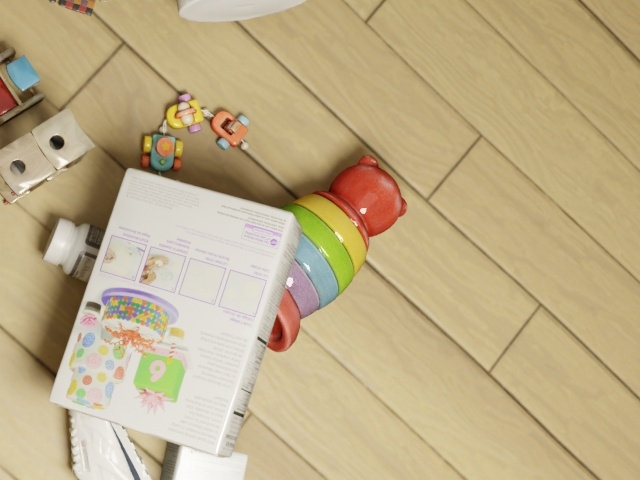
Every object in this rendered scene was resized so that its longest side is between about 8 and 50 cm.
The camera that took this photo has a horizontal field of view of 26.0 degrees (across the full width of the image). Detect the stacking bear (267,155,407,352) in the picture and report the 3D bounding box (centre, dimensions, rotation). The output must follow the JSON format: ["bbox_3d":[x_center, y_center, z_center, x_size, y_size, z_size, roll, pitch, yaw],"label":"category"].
[{"bbox_3d":[0.000,0.000,2.003,0.289,0.164,0.175,-42,97,-21],"label":"stacking bear"}]

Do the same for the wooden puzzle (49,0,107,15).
[{"bbox_3d":[-0.350,-0.356,2.006,0.083,0.006,0.049,16,80,-15],"label":"wooden puzzle"}]

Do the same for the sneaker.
[{"bbox_3d":[-0.310,0.281,1.912,0.094,0.090,0.235,-27,90,-7],"label":"sneaker"}]

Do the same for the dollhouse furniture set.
[{"bbox_3d":[-0.422,-0.162,1.898,0.129,0.129,0.184,-35,96,-17],"label":"dollhouse furniture set"}]

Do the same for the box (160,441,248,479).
[{"bbox_3d":[-0.166,0.330,1.938,0.101,0.101,0.087,14,81,-15],"label":"box"}]

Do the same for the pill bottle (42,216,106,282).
[{"bbox_3d":[-0.314,0.023,1.939,0.137,0.078,0.078,23,78,-14],"label":"pill bottle"}]

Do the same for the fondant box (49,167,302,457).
[{"bbox_3d":[-0.187,0.095,1.837,0.238,0.096,0.330,16,80,10],"label":"fondant box"}]

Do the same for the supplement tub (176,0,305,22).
[{"bbox_3d":[-0.132,-0.487,1.970,0.228,0.228,0.316,-8,86,-18],"label":"supplement tub"}]

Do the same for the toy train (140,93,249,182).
[{"bbox_3d":[-0.182,-0.144,2.014,0.125,0.046,0.166,45,73,-8],"label":"toy train"}]
